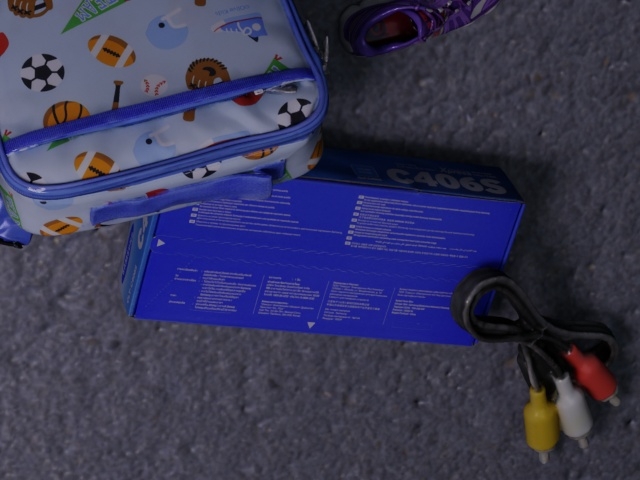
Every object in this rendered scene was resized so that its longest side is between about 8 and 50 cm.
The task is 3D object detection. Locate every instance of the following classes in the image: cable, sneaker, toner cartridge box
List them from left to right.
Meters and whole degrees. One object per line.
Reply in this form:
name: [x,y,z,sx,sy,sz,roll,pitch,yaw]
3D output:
toner cartridge box: [0.000,0.000,1.774,0.348,0.075,0.165,6,118,-20]
sneaker: [0.102,-0.207,1.760,0.170,0.071,0.068,-27,113,-6]
cable: [0.224,0.105,1.852,0.139,0.072,0.287,-40,142,-5]

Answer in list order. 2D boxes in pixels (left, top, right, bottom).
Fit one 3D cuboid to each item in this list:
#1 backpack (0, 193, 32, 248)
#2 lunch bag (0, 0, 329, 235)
backpack: [-0.303,-0.057,1.689,0.120,0.098,0.101,14,97,-6]
lunch bag: [-0.142,-0.133,1.626,0.303,0.243,0.115,-15,153,-11]
